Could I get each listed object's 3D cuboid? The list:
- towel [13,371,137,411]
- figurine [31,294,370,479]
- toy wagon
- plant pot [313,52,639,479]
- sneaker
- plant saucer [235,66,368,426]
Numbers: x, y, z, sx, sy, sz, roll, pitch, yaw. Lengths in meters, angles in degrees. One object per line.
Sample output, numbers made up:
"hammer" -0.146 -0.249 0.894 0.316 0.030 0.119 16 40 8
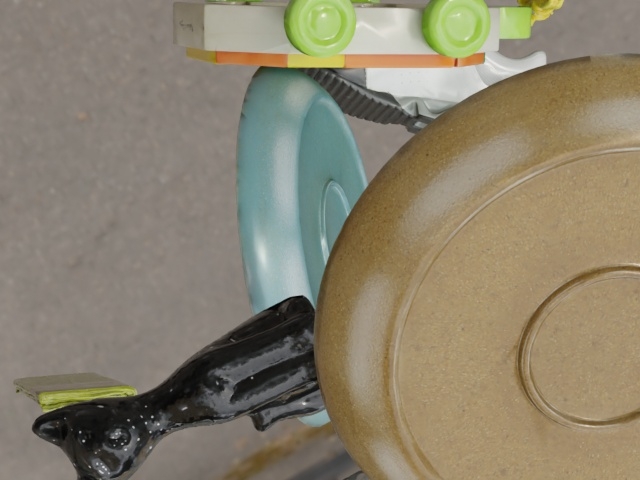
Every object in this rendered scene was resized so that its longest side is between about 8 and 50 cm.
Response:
"towel" -0.271 0.163 1.678 0.102 0.021 0.237 -2 180 -18
"figurine" -0.065 0.175 1.067 0.209 0.214 0.092 -23 178 -6
"toy wagon" 0.052 -0.189 1.350 0.345 0.267 0.068 -2 100 -19
"plant pot" 0.116 0.040 0.636 0.236 0.032 0.236 -4 116 -8
"sneaker" 0.090 -0.199 1.663 0.331 0.146 0.122 17 172 -11
"plant saucer" 0.000 0.000 1.328 0.044 0.317 0.317 -8 158 16
